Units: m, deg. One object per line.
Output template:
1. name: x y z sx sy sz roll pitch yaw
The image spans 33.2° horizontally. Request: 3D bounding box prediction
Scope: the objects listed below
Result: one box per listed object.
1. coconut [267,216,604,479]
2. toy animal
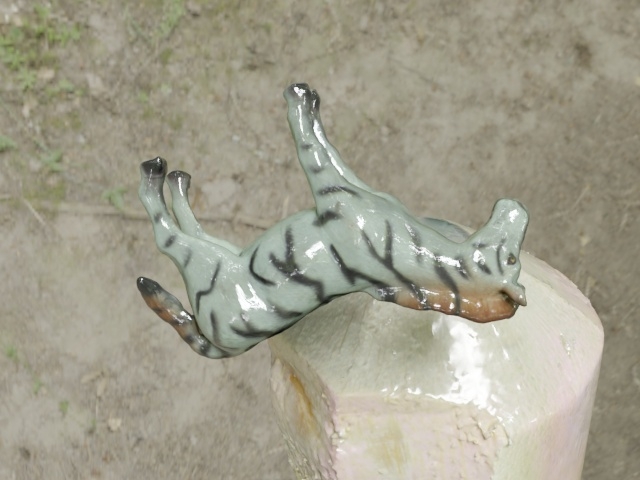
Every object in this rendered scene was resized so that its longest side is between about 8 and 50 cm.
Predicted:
1. coconut: 0.096 0.124 0.958 0.297 0.309 0.297 -5 33 4
2. toy animal: 0.000 -0.018 0.691 0.255 0.090 0.170 -9 86 16
